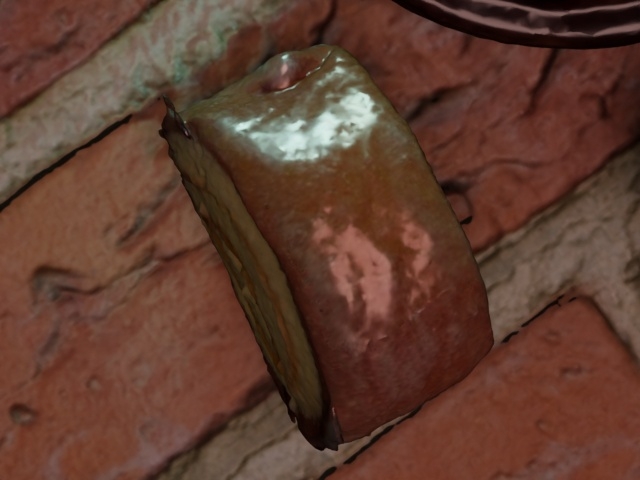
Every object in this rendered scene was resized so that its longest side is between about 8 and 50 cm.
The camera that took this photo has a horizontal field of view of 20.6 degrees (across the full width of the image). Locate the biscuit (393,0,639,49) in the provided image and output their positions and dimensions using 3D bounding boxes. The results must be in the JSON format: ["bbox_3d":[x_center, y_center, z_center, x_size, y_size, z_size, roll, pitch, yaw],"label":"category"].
[{"bbox_3d":[0.146,-0.291,0.982,0.407,0.091,0.407,3,122,5],"label":"biscuit"}]

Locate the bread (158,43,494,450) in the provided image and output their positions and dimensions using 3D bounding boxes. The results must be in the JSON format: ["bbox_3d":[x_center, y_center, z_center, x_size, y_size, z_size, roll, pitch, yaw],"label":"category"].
[{"bbox_3d":[0.003,0.000,1.063,0.123,0.190,0.244,-28,103,-13],"label":"bread"}]
